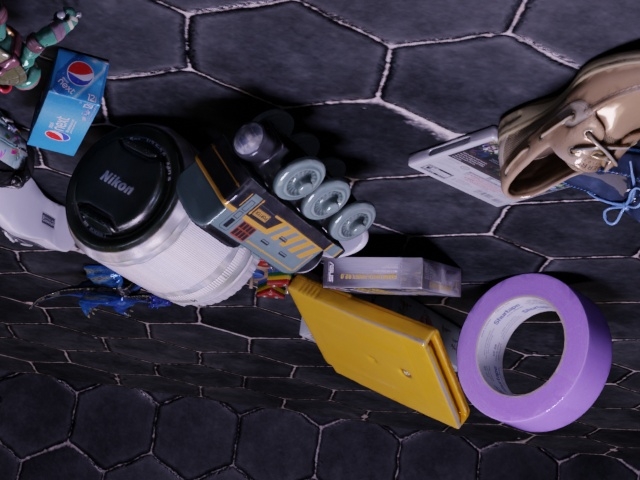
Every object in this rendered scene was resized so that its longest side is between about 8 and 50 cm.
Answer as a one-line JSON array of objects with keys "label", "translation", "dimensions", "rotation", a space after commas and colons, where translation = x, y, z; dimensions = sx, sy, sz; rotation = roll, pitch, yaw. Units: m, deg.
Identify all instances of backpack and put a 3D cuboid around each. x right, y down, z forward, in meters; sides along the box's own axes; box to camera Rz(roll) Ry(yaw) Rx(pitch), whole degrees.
[{"label": "backpack", "translation": [-0.524, -0.146, 1.791], "dimensions": [0.152, 0.115, 0.182], "rotation": [-11, 155, 17]}]

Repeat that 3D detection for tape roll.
[{"label": "tape roll", "translation": [0.382, 0.201, 2.189], "dimensions": [0.275, 0.275, 0.090], "rotation": [-9, 155, 41]}]

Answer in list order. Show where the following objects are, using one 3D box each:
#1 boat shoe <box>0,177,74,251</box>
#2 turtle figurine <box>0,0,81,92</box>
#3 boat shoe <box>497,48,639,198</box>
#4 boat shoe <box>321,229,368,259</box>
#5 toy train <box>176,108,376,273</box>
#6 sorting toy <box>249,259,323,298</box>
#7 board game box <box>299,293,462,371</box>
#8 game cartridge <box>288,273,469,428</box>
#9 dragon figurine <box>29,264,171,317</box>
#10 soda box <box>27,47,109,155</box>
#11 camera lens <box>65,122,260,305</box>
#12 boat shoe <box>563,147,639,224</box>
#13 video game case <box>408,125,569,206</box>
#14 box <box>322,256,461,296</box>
[{"label": "boat shoe", "translation": [-0.527, -0.051, 2.096], "dimensions": [0.102, 0.108, 0.301], "rotation": [1, 167, 14]}, {"label": "turtle figurine", "translation": [-0.375, -0.247, 1.439], "dimensions": [0.175, 0.118, 0.234], "rotation": [3, 159, 16]}, {"label": "boat shoe", "translation": [0.340, -0.133, 1.490], "dimensions": [0.121, 0.110, 0.341], "rotation": [16, 160, -22]}, {"label": "boat shoe", "translation": [0.000, 0.000, 2.073], "dimensions": [0.228, 0.080, 0.076], "rotation": [-11, 168, 38]}, {"label": "toy train", "translation": [-0.057, -0.056, 1.730], "dimensions": [0.190, 0.142, 0.334], "rotation": [-38, 149, 10]}, {"label": "sorting toy", "translation": [-0.085, 0.080, 2.355], "dimensions": [0.132, 0.046, 0.274], "rotation": [-5, 161, 28]}, {"label": "board game box", "translation": [0.136, 0.193, 2.538], "dimensions": [0.224, 0.097, 0.303], "rotation": [-6, 158, 35]}, {"label": "game cartridge", "translation": [0.111, 0.206, 2.289], "dimensions": [0.323, 0.053, 0.285], "rotation": [23, 152, 36]}, {"label": "dragon figurine", "translation": [-0.454, 0.103, 2.521], "dimensions": [0.289, 0.085, 0.144], "rotation": [6, 159, -9]}, {"label": "soda box", "translation": [-0.350, -0.187, 1.674], "dimensions": [0.071, 0.067, 0.210], "rotation": [14, 160, -17]}, {"label": "camera lens", "translation": [-0.232, -0.035, 1.833], "dimensions": [0.219, 0.219, 0.274], "rotation": [-2, 159, 25]}, {"label": "boat shoe", "translation": [0.453, -0.067, 1.669], "dimensions": [0.258, 0.089, 0.109], "rotation": [9, 161, -2]}, {"label": "video game case", "translation": [0.253, -0.104, 1.750], "dimensions": [0.190, 0.022, 0.173], "rotation": [22, 157, -33]}, {"label": "box", "translation": [0.131, 0.067, 2.156], "dimensions": [0.183, 0.056, 0.231], "rotation": [0, 174, 23]}]
